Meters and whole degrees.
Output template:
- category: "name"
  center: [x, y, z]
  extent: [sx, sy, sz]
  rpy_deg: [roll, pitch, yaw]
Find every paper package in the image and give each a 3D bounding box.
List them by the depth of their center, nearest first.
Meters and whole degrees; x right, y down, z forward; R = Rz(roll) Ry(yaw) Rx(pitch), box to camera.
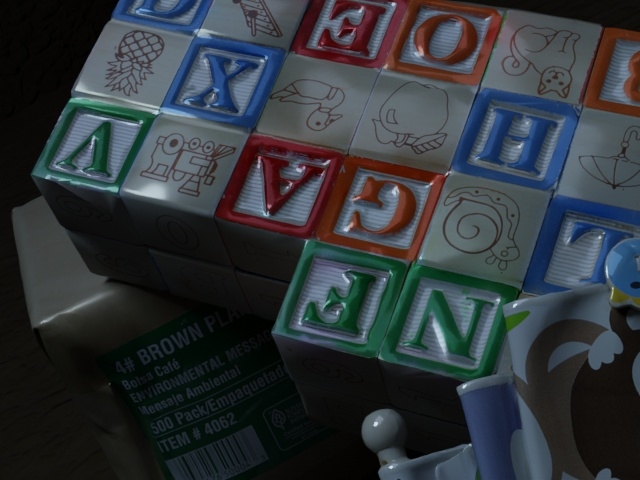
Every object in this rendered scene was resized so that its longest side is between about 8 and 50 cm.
- category: "paper package"
  center: [0.000, 0.000, 0.797]
  extent: [0.324, 0.168, 0.309]
  rpy_deg: [-29, 17, -7]

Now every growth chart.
- category: "growth chart"
  center: [0.132, 0.072, 0.441]
  extent: [0.237, 0.172, 0.021]
  rpy_deg: [-25, -18, 3]

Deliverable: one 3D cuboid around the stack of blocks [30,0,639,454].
- category: "stack of blocks"
  center: [0.036, -0.010, 0.567]
  extent: [0.297, 0.087, 0.171]
  rpy_deg: [14, 63, 17]
